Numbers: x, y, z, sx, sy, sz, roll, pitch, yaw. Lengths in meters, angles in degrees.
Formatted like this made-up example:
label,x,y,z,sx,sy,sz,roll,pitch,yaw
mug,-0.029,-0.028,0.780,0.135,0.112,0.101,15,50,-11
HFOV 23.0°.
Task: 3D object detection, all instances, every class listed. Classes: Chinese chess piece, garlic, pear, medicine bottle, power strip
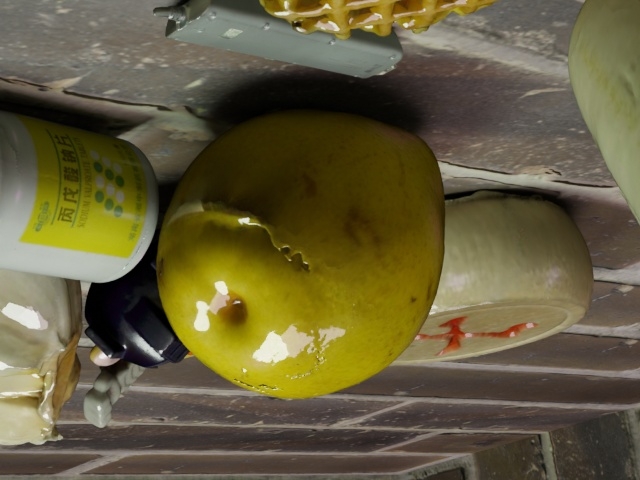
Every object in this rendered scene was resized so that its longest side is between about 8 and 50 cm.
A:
label,x,y,z,sx,sy,sz,roll,pitch,yaw
Chinese chess piece,0.167,0.054,1.950,0.338,0.140,0.338,-7,164,-2
garlic,-0.340,0.074,1.611,0.203,0.185,0.281,13,151,1
pear,-0.013,0.003,1.525,0.285,0.285,0.336,-11,-167,11
medicine bottle,-0.281,-0.044,1.415,0.143,0.143,0.258,-22,159,39
power strip,-0.036,-0.171,1.303,0.253,0.027,0.060,7,159,-40

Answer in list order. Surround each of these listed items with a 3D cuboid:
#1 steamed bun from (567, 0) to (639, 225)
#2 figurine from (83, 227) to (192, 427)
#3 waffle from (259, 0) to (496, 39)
label,x,y,z,sx,sy,sz,roll,pitch,yaw
steamed bun,0.433,-0.117,1.110,0.456,0.371,0.290,-7,132,-7
figurine,-0.170,0.065,1.710,0.143,0.308,0.308,17,166,10
waffle,0.076,-0.215,1.176,0.254,0.052,0.245,-23,159,39
